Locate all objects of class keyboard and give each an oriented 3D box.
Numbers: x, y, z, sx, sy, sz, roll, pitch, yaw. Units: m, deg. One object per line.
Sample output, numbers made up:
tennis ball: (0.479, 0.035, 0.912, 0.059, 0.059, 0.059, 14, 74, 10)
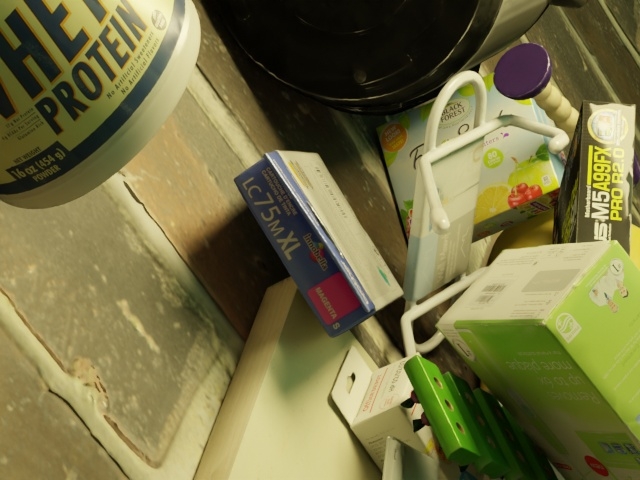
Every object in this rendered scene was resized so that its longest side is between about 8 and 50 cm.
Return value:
keyboard: (0.075, 0.308, 1.614, 0.072, 0.014, 0.256, 37, 48, -37)

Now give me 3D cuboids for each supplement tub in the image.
supplement tub: (-0.276, -0.203, 1.365, 0.325, 0.235, 0.235, 43, 33, -34)

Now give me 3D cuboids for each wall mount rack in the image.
wall mount rack: (0.151, 0.007, 1.894, 0.304, 0.130, 0.350, -30, 133, -47)

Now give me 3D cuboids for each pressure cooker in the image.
pressure cooker: (0.104, -0.361, 2.034, 0.370, 0.375, 0.420, 59, 27, -3)

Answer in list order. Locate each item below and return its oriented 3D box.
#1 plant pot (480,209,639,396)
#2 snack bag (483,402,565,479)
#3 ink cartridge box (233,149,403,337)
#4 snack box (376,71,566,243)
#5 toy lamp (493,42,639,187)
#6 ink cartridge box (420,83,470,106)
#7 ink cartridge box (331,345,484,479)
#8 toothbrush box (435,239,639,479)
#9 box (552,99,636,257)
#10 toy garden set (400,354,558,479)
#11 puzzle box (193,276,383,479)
plant pot: (0.301, 0.131, 2.123, 0.254, 0.254, 0.239, 48, 47, -29)
snack bag: (0.327, 0.270, 1.906, 0.342, 0.323, 0.037, 61, 5, -19)
ink cartridge box: (0.000, 0.000, 1.760, 0.186, 0.065, 0.311, 58, 6, 3)
snack box: (0.189, -0.096, 2.130, 0.070, 0.207, 0.174, 21, 50, -59)
toy lamp: (0.298, -0.134, 2.038, 0.274, 0.080, 0.080, 38, 36, -48)
ink cartridge box: (0.236, -0.140, 2.392, 0.203, 0.086, 0.148, -12, 77, -63)
ink cartridge box: (0.092, 0.189, 1.752, 0.181, 0.061, 0.104, 56, 27, -16)
toothbrush box: (0.281, 0.144, 1.723, 0.122, 0.206, 0.283, -47, 107, -20)
box: (0.293, 0.004, 1.911, 0.270, 0.060, 0.216, 89, 8, -66)
toy garden set: (0.171, 0.236, 1.708, 0.244, 0.049, 0.204, 31, 28, -53)
puzzle box: (-0.001, 0.245, 1.663, 0.272, 0.052, 0.409, 54, 28, -21)
